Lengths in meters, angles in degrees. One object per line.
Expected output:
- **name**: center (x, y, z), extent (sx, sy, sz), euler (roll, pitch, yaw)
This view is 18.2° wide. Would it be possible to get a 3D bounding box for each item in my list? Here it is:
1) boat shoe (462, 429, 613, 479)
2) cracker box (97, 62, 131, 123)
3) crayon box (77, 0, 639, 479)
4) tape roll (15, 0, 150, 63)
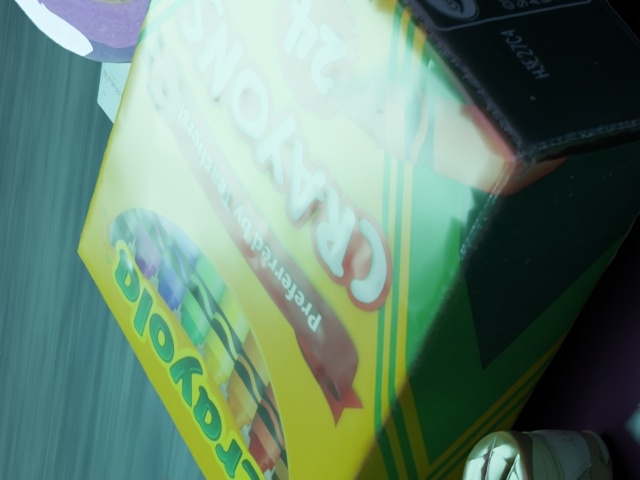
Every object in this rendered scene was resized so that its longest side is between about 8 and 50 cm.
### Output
- **boat shoe**: center (0.082, 0.138, 0.655), extent (0.056, 0.048, 0.153), euler (-28, 66, 55)
- **cracker box**: center (-0.069, -0.168, 1.135), extent (0.156, 0.067, 0.232), euler (-132, 50, -66)
- **crayon box**: center (0.000, 0.000, 0.769), extent (0.202, 0.081, 0.318), euler (56, 144, 30)
- **tape roll**: center (-0.079, -0.184, 1.001), extent (0.189, 0.080, 0.189), euler (6, 99, 38)
